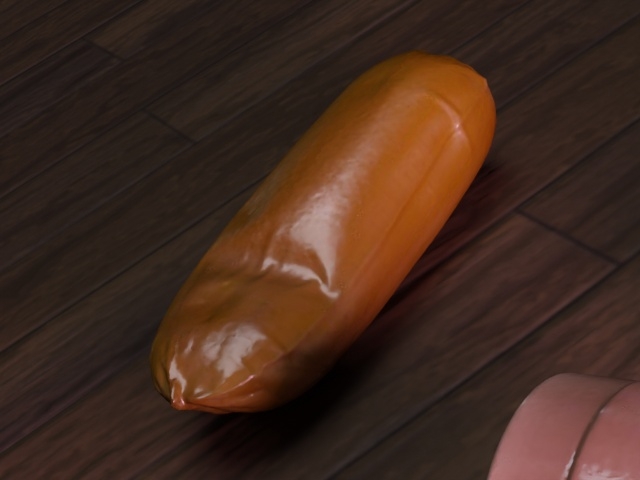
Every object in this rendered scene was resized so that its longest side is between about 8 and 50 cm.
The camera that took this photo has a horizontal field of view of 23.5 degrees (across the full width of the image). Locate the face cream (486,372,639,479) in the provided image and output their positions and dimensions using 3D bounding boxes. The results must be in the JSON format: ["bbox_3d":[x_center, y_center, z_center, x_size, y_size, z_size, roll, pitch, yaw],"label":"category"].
[{"bbox_3d":[0.157,0.142,0.743,0.104,0.149,0.149,5,42,37],"label":"face cream"}]

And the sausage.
[{"bbox_3d":[0.001,0.004,1.089,0.134,0.116,0.354,19,54,30],"label":"sausage"}]
